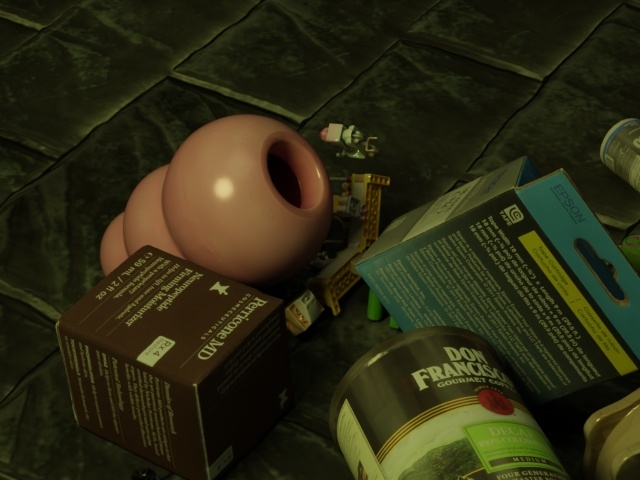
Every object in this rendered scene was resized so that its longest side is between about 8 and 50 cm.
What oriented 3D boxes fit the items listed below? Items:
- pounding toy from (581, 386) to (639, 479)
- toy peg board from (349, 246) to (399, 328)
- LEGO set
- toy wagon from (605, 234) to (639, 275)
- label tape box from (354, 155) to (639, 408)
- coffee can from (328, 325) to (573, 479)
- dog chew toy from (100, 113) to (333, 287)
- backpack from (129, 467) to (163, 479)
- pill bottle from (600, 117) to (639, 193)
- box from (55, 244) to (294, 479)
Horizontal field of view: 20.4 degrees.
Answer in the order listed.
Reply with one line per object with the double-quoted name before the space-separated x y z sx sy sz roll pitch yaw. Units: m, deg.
"pounding toy" 0.400 0.188 1.933 0.269 0.154 0.155 -30 41 0
"toy peg board" 0.140 0.057 2.182 0.161 0.079 0.160 20 29 26
"LEGO set" 0.000 0.000 2.233 0.107 0.132 0.287 3 65 35
"toy wagon" 0.489 0.046 2.084 0.344 0.068 0.267 18 25 24
"label tape box" 0.231 0.045 1.916 0.333 0.240 0.106 -26 15 47
"coffee can" 0.146 0.250 1.822 0.201 0.201 0.275 -15 40 -12
"dog chew toy" -0.141 -0.017 2.143 0.332 0.206 0.206 -28 21 40
"backpack" -0.126 0.329 1.811 0.173 0.117 0.158 22 13 -28
"pill bottle" 0.436 -0.097 2.326 0.078 0.078 0.137 -22 42 -21
"box" -0.162 0.140 2.017 0.203 0.167 0.168 21 45 28
